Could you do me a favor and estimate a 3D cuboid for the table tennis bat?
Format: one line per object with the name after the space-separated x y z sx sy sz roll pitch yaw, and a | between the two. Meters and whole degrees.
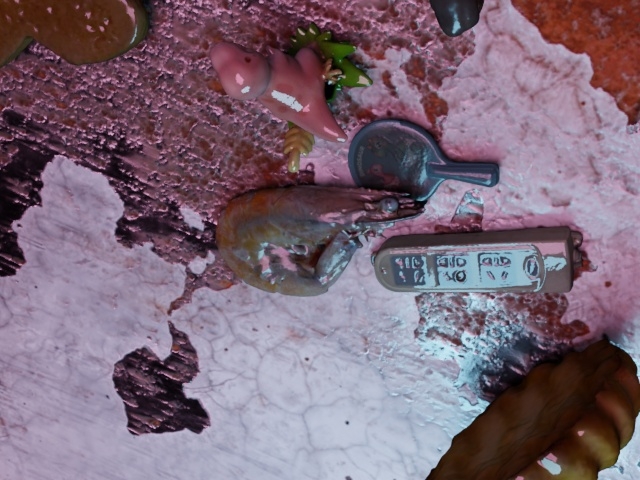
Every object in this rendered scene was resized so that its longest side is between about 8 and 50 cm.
0.132 -0.096 1.657 0.201 0.033 0.124 8 121 17 | table tennis bat

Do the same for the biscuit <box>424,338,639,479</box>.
0.273 0.260 1.617 0.326 0.326 0.107 -36 94 27 | biscuit

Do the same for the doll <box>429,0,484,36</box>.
0.097 -0.430 1.440 0.379 0.252 0.382 3 117 51 | doll

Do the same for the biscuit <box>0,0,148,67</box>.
-0.380 -0.413 1.636 0.368 0.076 0.394 -2 117 17 | biscuit

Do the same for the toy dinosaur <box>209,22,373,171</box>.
-0.032 -0.194 1.575 0.152 0.177 0.194 -29 105 27 | toy dinosaur

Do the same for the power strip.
0.201 0.028 1.687 0.286 0.048 0.080 -1 113 18 | power strip

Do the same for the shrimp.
0.000 0.000 1.721 0.317 0.062 0.164 -7 117 25 | shrimp
